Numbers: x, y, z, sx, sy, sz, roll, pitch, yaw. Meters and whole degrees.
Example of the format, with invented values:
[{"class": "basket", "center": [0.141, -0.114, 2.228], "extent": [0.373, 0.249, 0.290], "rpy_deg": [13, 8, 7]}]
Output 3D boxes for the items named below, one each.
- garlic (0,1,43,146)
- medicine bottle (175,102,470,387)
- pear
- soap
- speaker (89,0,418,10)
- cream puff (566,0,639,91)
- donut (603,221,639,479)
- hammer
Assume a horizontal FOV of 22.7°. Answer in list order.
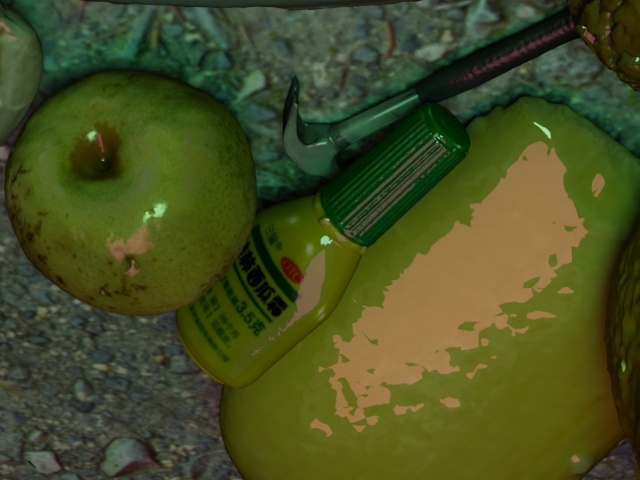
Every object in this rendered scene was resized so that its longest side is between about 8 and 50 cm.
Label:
[{"class": "garlic", "center": [-0.245, -0.113, 1.034], "extent": [0.198, 0.090, 0.128], "rpy_deg": [-22, 126, 38]}, {"class": "medicine bottle", "center": [0.000, 0.000, 1.113], "extent": [0.260, 0.095, 0.064], "rpy_deg": [-41, 155, 26]}, {"class": "pear", "center": [-0.124, -0.031, 1.079], "extent": [0.178, 0.178, 0.178], "rpy_deg": [2, 141, 1]}, {"class": "soap", "center": [0.117, 0.086, 1.222], "extent": [0.306, 0.115, 0.427], "rpy_deg": [32, 117, -27]}, {"class": "speaker", "center": [-0.047, -0.208, 0.765], "extent": [0.294, 0.294, 0.294], "rpy_deg": [2, 141, 1]}, {"class": "cream puff", "center": [0.199, -0.166, 0.908], "extent": [0.115, 0.150, 0.165], "rpy_deg": [20, 103, 4]}, {"class": "donut", "center": [0.387, 0.034, 1.064], "extent": [0.435, 0.163, 0.378], "rpy_deg": [-24, 127, 5]}, {"class": "hammer", "center": [0.080, -0.107, 1.072], "extent": [0.246, 0.029, 0.103], "rpy_deg": [-26, 134, 28]}]
